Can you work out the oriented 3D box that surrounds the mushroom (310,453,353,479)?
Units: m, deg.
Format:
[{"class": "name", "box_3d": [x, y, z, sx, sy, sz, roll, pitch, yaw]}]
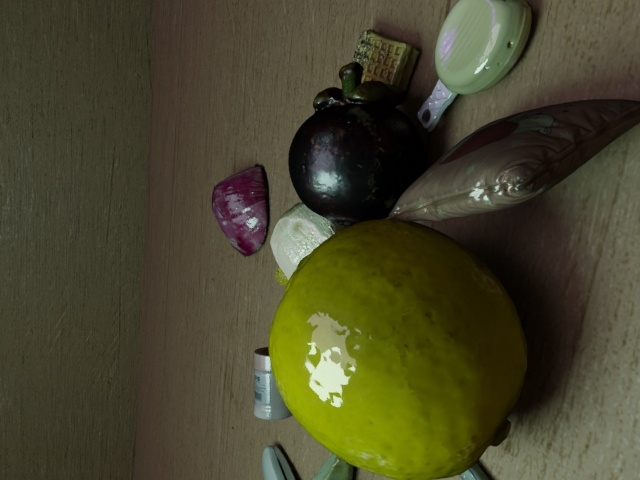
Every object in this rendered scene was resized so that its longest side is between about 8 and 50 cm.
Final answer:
[{"class": "mushroom", "box_3d": [-0.005, 0.565, 1.115, 0.087, 0.107, 0.333, -44, -35, -70]}]

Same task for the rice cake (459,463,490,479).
[{"class": "rice cake", "box_3d": [0.245, 0.375, 0.761, 0.207, 0.033, 0.033, 53, 131, 45]}]

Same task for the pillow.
[{"class": "pillow", "box_3d": [0.221, -0.095, 0.638, 0.223, 0.236, 0.084, 0, 120, 63]}]

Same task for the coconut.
[{"class": "coconut", "box_3d": [-0.001, 0.002, 1.026, 0.194, 0.194, 0.194, 1, 91, 59]}]

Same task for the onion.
[{"class": "onion", "box_3d": [-0.239, -0.080, 1.482, 0.250, 0.111, 0.247, -11, 79, 56]}]

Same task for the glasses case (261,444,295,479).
[{"class": "glasses case", "box_3d": [-0.090, 0.588, 1.278, 0.233, 0.059, 0.092, -134, 47, -56]}]

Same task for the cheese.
[{"class": "cheese", "box_3d": [0.207, -0.256, 0.789, 0.227, 0.064, 0.137, -57, 41, 40]}]

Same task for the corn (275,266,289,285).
[{"class": "corn", "box_3d": [-0.042, 0.062, 1.197, 0.206, 0.067, 0.067, -25, 69, 58]}]

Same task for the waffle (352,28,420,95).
[{"class": "waffle", "box_3d": [0.110, -0.315, 0.968, 0.148, 0.042, 0.102, 47, 129, 49]}]

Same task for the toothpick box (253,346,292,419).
[{"class": "toothpick box", "box_3d": [-0.110, 0.335, 1.279, 0.098, 0.098, 0.149, 3, 93, 59]}]

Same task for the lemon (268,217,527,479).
[{"class": "lemon", "box_3d": [0.101, 0.138, 0.721, 0.348, 0.348, 0.348, 1, 91, 59]}]

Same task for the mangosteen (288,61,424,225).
[{"class": "mangosteen", "box_3d": [0.056, -0.156, 0.882, 0.228, 0.228, 0.265, 7, 100, 58]}]
